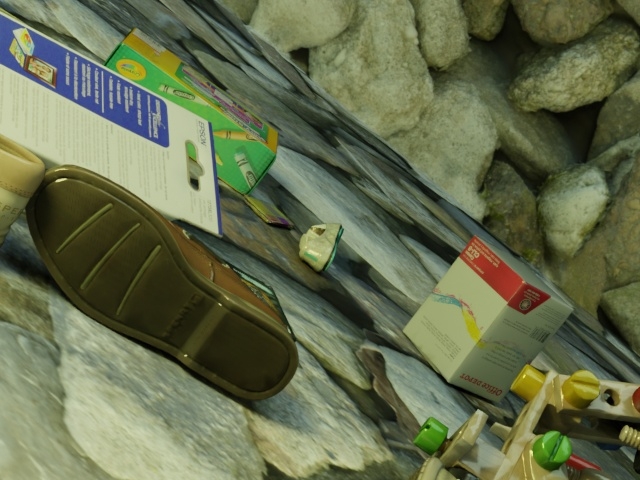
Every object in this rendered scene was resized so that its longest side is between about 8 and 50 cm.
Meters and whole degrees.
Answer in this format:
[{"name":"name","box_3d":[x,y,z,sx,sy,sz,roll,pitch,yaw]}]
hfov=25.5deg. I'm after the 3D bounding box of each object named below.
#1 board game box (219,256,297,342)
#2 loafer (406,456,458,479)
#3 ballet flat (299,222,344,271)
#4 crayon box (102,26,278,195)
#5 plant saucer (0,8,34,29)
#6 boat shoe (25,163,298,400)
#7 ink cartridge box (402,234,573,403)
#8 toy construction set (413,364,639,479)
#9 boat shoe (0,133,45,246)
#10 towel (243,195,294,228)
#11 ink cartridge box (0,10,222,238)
[{"name":"board game box","box_3d":[-0.117,0.047,1.553,0.186,0.026,0.126,32,13,-25]},{"name":"loafer","box_3d":[0.083,0.271,1.159,0.092,0.102,0.268,39,21,-3]},{"name":"ballet flat","box_3d":[0.000,0.000,2.004,0.052,0.057,0.168,28,12,-1]},{"name":"crayon box","box_3d":[-0.193,-0.193,2.084,0.278,0.081,0.165,36,12,-10]},{"name":"plant saucer","box_3d":[-0.404,-0.246,1.622,0.241,0.037,0.241,25,-8,4]},{"name":"boat shoe","box_3d":[-0.155,0.037,1.327,0.307,0.111,0.104,44,5,-22]},{"name":"ink cartridge box","box_3d":[0.230,0.112,1.966,0.128,0.176,0.127,27,14,-43]},{"name":"toy construction set","box_3d":[0.221,0.222,1.516,0.237,0.258,0.309,26,-9,1]},{"name":"boat shoe","box_3d":[-0.384,-0.131,1.235,0.341,0.110,0.121,39,12,5]},{"name":"towel","box_3d":[-0.075,-0.040,2.036,0.060,0.009,0.083,42,12,22]},{"name":"ink cartridge box","box_3d":[-0.265,-0.122,1.477,0.370,0.069,0.176,24,41,-35]}]
